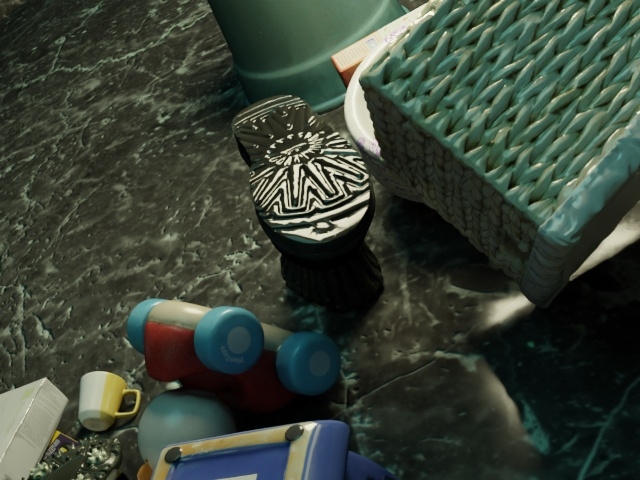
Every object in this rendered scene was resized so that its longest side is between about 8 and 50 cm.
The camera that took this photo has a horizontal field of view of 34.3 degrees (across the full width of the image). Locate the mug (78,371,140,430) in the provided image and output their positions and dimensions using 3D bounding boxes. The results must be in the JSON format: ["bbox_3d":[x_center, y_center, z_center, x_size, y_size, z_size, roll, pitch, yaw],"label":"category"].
[{"bbox_3d":[-0.287,0.215,1.374,0.078,0.062,0.064,-21,43,25],"label":"mug"}]

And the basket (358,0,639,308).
[{"bbox_3d":[0.250,-0.151,1.087,0.266,0.328,0.331,42,86,15],"label":"basket"}]

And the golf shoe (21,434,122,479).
[{"bbox_3d":[-0.306,0.346,1.171,0.105,0.120,0.273,5,47,36],"label":"golf shoe"}]

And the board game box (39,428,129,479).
[{"bbox_3d":[-0.339,0.329,1.280,0.141,0.048,0.170,12,53,47],"label":"board game box"}]

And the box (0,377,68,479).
[{"bbox_3d":[-0.496,0.317,1.352,0.322,0.058,0.232,-20,31,27],"label":"box"}]

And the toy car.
[{"bbox_3d":[-0.127,0.202,1.208,0.219,0.210,0.238,1,74,55],"label":"toy car"}]

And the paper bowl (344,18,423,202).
[{"bbox_3d":[0.186,-0.169,1.397,0.284,0.148,0.284,-14,48,16],"label":"paper bowl"}]

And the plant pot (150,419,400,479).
[{"bbox_3d":[-0.049,0.303,0.954,0.236,0.212,0.236,-13,39,23],"label":"plant pot"}]

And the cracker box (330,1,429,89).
[{"bbox_3d":[0.153,-0.257,1.545,0.232,0.156,0.067,-29,35,3],"label":"cracker box"}]

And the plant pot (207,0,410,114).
[{"bbox_3d":[-0.056,-0.438,1.770,0.341,0.334,0.341,-20,37,16],"label":"plant pot"}]

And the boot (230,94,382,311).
[{"bbox_3d":[0.004,-0.002,1.252,0.131,0.260,0.348,-18,32,-2],"label":"boot"}]
